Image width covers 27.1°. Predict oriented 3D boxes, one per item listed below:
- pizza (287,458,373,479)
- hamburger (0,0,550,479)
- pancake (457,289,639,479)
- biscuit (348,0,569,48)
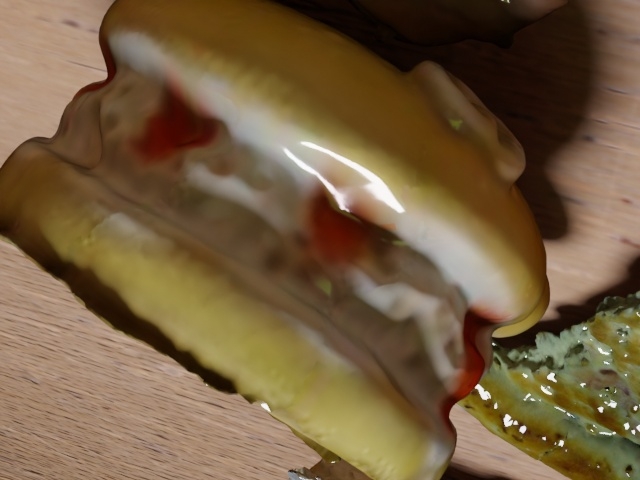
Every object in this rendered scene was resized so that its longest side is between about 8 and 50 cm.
[{"bbox_3d":[0.191,0.330,1.149,0.434,0.080,0.392,23,155,20],"label":"pizza"},{"bbox_3d":[0.000,0.000,0.658,0.302,0.186,0.261,42,171,-35],"label":"hamburger"},{"bbox_3d":[0.195,0.109,0.766,0.376,0.054,0.197,14,139,42],"label":"pancake"},{"bbox_3d":[-0.006,-0.190,0.533,0.299,0.045,0.154,41,147,-24],"label":"biscuit"}]
